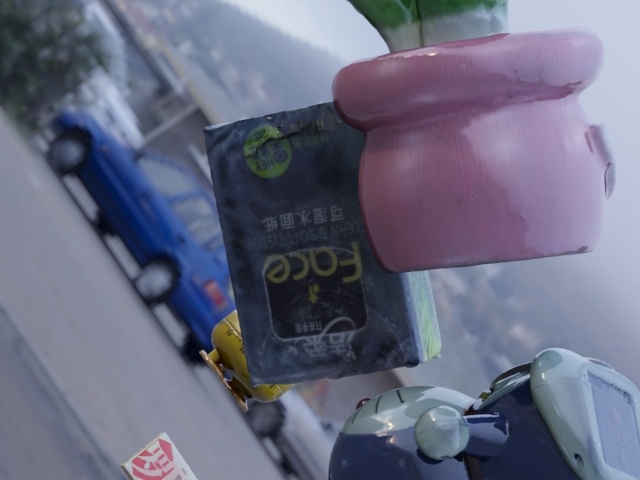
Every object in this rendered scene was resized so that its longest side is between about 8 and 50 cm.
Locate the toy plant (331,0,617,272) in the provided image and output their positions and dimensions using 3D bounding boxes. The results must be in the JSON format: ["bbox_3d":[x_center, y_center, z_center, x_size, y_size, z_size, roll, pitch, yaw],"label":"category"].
[{"bbox_3d":[0.109,-0.151,1.384,0.317,0.210,0.356,-15,91,-84],"label":"toy plant"}]

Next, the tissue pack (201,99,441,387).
[{"bbox_3d":[0.000,0.000,1.525,0.073,0.173,0.235,-18,98,-61],"label":"tissue pack"}]

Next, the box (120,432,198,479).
[{"bbox_3d":[-0.156,0.249,1.812,0.093,0.058,0.015,57,-30,-11],"label":"box"}]

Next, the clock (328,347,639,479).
[{"bbox_3d":[0.119,0.170,1.375,0.199,0.243,0.146,24,50,-55],"label":"clock"}]

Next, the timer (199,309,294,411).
[{"bbox_3d":[-0.063,0.118,1.906,0.107,0.109,0.107,51,-6,8],"label":"timer"}]
